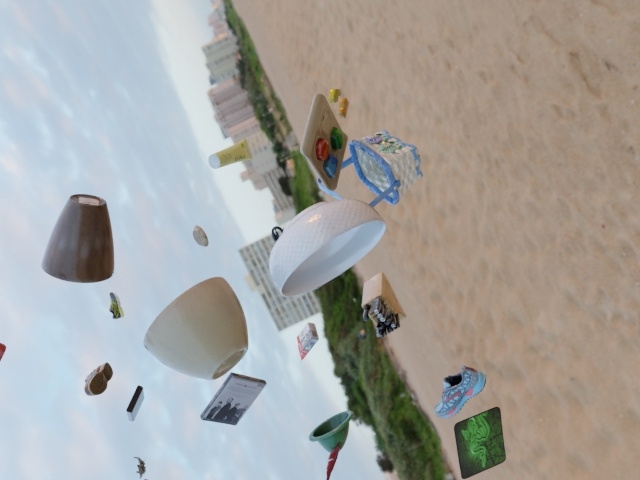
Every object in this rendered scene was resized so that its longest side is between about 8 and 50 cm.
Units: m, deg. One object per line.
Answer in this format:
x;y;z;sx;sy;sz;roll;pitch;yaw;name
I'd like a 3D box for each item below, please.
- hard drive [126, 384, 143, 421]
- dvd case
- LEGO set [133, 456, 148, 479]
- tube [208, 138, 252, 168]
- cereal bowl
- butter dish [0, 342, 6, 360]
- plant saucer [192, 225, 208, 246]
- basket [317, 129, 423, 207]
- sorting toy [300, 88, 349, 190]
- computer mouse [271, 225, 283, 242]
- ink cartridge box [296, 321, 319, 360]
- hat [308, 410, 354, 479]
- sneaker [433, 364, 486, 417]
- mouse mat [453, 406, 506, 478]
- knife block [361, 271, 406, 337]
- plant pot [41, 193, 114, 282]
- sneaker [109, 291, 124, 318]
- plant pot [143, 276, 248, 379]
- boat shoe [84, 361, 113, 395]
-0.636;0.562;2.108;0.135;0.022;0.094;114;176;-58;hard drive
-0.352;0.646;2.483;0.179;0.238;0.029;25;-164;-39;dvd case
-0.429;0.564;1.490;0.054;0.023;0.083;-145;32;-82;LEGO set
-0.360;-0.350;2.496;0.062;0.070;0.240;32;-148;16;tube
0.000;0.000;1.634;0.141;0.339;0.339;55;179;17;cereal bowl
-1.127;0.352;2.009;0.160;0.160;0.118;25;-162;-25;butter dish
-0.421;-0.012;2.130;0.083;0.015;0.083;31;137;34;plant saucer
0.159;-0.217;1.969;0.255;0.289;0.201;39;164;43;basket
0.032;-0.334;1.849;0.229;0.041;0.307;47;-129;-56;sorting toy
-0.138;0.050;2.258;0.041;0.071;0.242;-75;-20;-58;computer mouse
-0.049;0.315;1.906;0.029;0.115;0.063;15;-144;-29;ink cartridge box
0.069;0.728;2.142;0.183;0.208;0.173;60;-175;-1;hat
0.509;0.571;2.355;0.125;0.262;0.104;34;-157;-10;sneaker
0.451;0.571;1.723;0.007;0.152;0.189;-149;45;-67;mouse mat
0.198;0.214;2.160;0.242;0.088;0.275;33;-153;-54;knife block
-0.730;-0.018;1.887;0.215;0.215;0.230;-111;34;-68;plant pot
-0.606;0.192;1.799;0.031;0.035;0.083;-35;78;55;sneaker
-0.306;0.264;1.663;0.191;0.284;0.284;44;176;16;plant pot
-0.721;0.453;1.963;0.178;0.060;0.064;-100;-12;-77;boat shoe
